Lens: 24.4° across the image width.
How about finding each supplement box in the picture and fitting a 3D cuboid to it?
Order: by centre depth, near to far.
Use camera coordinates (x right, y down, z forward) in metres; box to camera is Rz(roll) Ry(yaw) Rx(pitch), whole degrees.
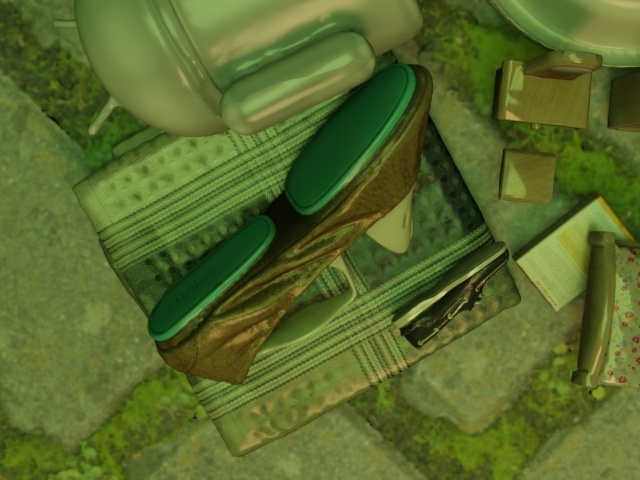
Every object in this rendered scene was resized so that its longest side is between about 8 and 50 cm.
[{"bbox_3d":[0.233,0.010,1.355,0.098,0.036,0.062,-38,96,5],"label":"supplement box"}]

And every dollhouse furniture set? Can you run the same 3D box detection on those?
[{"bbox_3d":[0.291,0.035,1.249,0.303,0.174,0.355,6,89,-9],"label":"dollhouse furniture set"}]

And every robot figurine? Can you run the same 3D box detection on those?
[{"bbox_3d":[-0.054,-0.215,1.229,0.353,0.300,0.200,-26,138,7],"label":"robot figurine"}]

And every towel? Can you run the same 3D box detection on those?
[{"bbox_3d":[-0.023,-0.001,1.363,0.324,0.056,0.312,-29,100,4],"label":"towel"}]

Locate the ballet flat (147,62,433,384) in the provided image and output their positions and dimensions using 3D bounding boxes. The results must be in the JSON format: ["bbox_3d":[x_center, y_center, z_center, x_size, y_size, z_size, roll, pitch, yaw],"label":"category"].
[{"bbox_3d":[0.000,0.000,1.289,0.124,0.116,0.342,38,99,-28],"label":"ballet flat"}]

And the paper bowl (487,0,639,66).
[{"bbox_3d":[0.260,-0.287,1.251,0.284,0.148,0.284,0,101,1],"label":"paper bowl"}]

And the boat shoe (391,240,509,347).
[{"bbox_3d":[0.122,0.049,1.324,0.125,0.046,0.038,-38,99,9],"label":"boat shoe"}]
